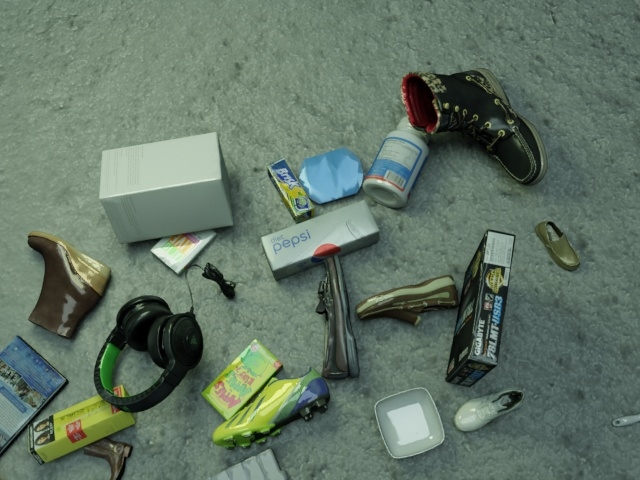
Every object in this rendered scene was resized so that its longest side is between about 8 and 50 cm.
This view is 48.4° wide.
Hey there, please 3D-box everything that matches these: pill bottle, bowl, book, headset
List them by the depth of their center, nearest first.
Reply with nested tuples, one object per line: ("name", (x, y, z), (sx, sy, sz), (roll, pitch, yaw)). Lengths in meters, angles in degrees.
("bowl", (0.204, 0.423, 1.643), (0.141, 0.053, 0.142), (-17, 69, -5))
("headset", (-0.355, 0.227, 1.676), (0.243, 0.185, 0.394), (20, 69, 40))
("book", (-0.350, 0.009, 1.828), (0.096, 0.035, 0.144), (37, 71, 12))
("pill bottle", (0.207, -0.207, 1.846), (0.124, 0.124, 0.222), (24, 71, 10))

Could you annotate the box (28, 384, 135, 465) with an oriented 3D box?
("box", (-0.550, 0.424, 1.643), (0.232, 0.058, 0.087), (-22, 39, -7))

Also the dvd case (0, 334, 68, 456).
("dvd case", (-0.754, 0.378, 1.700), (0.180, 0.022, 0.253), (37, 74, 13))

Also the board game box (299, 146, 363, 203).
("board game box", (0.030, -0.167, 1.885), (0.168, 0.033, 0.133), (-17, 75, 0))

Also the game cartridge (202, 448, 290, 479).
("game cartridge", (-0.134, 0.666, 1.557), (0.230, 0.068, 0.355), (-22, 70, -11))

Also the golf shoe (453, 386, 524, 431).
("golf shoe", (0.388, 0.382, 1.637), (0.176, 0.086, 0.069), (-26, 72, -7))

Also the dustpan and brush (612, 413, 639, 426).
("dustpan and brush", (0.781, 0.399, 1.644), (0.211, 0.060, 0.147), (-9, 68, -9))

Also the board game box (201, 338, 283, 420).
("board game box", (-0.184, 0.333, 1.692), (0.092, 0.043, 0.181), (41, 75, 15))

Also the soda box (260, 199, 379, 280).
("soda box", (0.000, 0.000, 1.788), (0.286, 0.091, 0.098), (-20, 70, -6))

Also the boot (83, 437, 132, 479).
("boot", (-0.504, 0.504, 1.638), (0.114, 0.037, 0.106), (16, 61, 6))

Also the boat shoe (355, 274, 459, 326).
("boat shoe", (0.216, 0.161, 1.722), (0.257, 0.095, 0.095), (-16, 73, -5))

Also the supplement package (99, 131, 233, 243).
("supplement package", (-0.380, -0.130, 1.781), (0.292, 0.175, 0.178), (-9, 49, -2))

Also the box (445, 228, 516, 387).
("box", (0.359, 0.162, 1.610), (0.073, 0.295, 0.294), (13, 71, 6))

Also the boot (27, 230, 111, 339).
("boot", (-0.668, 0.106, 1.764), (0.248, 0.090, 0.207), (27, 70, 7))

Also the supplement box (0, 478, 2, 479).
("supplement box", (-0.836, 0.559, 1.542), (0.129, 0.191, 0.194), (36, 73, 14))

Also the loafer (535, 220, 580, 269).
("loafer", (0.599, 0.011, 1.791), (0.056, 0.050, 0.148), (-34, 72, -11))

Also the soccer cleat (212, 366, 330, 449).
("soccer cleat", (-0.119, 0.388, 1.650), (0.289, 0.093, 0.121), (-23, 60, -8))

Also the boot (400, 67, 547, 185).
("boot", (0.384, -0.292, 1.805), (0.284, 0.138, 0.378), (-5, 61, -34))

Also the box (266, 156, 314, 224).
("box", (-0.079, -0.130, 1.857), (0.054, 0.059, 0.169), (-27, 71, -11))

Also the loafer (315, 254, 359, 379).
("loafer", (0.027, 0.184, 1.714), (0.095, 0.109, 0.303), (-10, 72, 2))
